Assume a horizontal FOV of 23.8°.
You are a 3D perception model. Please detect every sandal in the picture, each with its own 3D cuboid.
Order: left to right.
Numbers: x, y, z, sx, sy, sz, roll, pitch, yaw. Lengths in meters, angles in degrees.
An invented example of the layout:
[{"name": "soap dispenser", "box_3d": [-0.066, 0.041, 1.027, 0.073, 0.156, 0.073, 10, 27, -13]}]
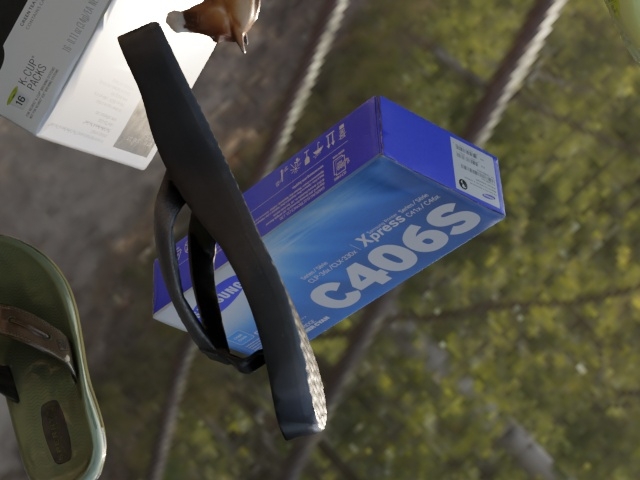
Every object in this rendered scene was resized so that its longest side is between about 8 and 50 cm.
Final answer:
[{"name": "sandal", "box_3d": [-0.310, 0.124, 1.611, 0.120, 0.303, 0.086, -29, 162, 13]}, {"name": "sandal", "box_3d": [-0.060, 0.000, 0.794, 0.054, 0.254, 0.097, -25, 150, -3]}]

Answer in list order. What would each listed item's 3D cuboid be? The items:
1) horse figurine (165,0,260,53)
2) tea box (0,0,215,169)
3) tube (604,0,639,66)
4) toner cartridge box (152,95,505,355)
[{"name": "horse figurine", "box_3d": [-0.108, -0.261, 0.987, 0.066, 0.174, 0.263, -100, -160, -73]}, {"name": "tea box", "box_3d": [-0.321, -0.257, 1.645, 0.220, 0.323, 0.329, -61, 168, 3]}, {"name": "tube", "box_3d": [0.203, -0.235, 1.084, 0.070, 0.240, 0.062, -17, -177, -40]}, {"name": "toner cartridge box", "box_3d": [0.000, 0.000, 1.506, 0.165, 0.075, 0.348, 25, 137, -33]}]
